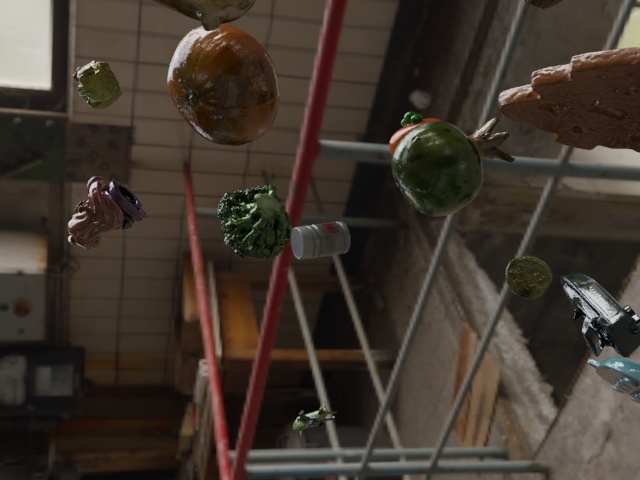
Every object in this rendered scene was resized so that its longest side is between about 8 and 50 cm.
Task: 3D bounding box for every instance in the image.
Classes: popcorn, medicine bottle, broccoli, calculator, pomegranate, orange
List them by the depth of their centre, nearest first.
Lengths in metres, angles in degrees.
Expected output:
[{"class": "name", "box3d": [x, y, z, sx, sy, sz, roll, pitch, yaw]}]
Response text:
[{"class": "popcorn", "box3d": [-0.322, -0.224, 1.233, 0.068, 0.059, 0.083, 55, 180, 29]}, {"class": "calculator", "box3d": [0.580, 0.270, 1.258, 0.055, 0.386, 0.256, -62, -17, -5]}, {"class": "medicine bottle", "box3d": [0.000, 0.000, 1.474, 0.058, 0.091, 0.058, 30, 124, 59]}, {"class": "pomegranate", "box3d": [0.245, -0.146, 1.569, 0.182, 0.224, 0.181, 61, 172, 15]}, {"class": "orange", "box3d": [-0.190, -0.296, 1.636, 0.171, 0.240, 0.240, -43, -23, -44]}, {"class": "broccoli", "box3d": [-0.146, -0.043, 1.917, 0.156, 0.195, 0.196, 125, 144, -66]}]

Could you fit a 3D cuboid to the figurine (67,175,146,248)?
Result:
[{"class": "figurine", "box3d": [-0.428, -0.053, 1.640, 0.126, 0.157, 0.114, 55, 169, 19]}]

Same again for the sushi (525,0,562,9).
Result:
[{"class": "sushi", "box3d": [0.389, -0.432, 1.464, 0.047, 0.099, 0.050, 81, -164, -58]}]

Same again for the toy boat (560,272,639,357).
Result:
[{"class": "toy boat", "box3d": [0.508, 0.129, 1.586, 0.093, 0.103, 0.246, 54, -175, -27]}]

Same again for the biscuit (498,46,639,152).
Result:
[{"class": "biscuit", "box3d": [0.414, -0.203, 1.205, 0.306, 0.283, 0.043, 107, 179, -76]}]

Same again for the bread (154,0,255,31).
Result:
[{"class": "bread", "box3d": [-0.199, -0.525, 1.221, 0.253, 0.376, 0.348, 41, 107, 20]}]

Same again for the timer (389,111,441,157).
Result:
[{"class": "timer", "box3d": [0.206, -0.211, 1.781, 0.099, 0.136, 0.136, 155, 116, -75]}]

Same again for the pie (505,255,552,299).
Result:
[{"class": "pie", "box3d": [0.378, 0.066, 1.544, 0.017, 0.085, 0.085, 39, -133, -69]}]

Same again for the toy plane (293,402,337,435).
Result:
[{"class": "toy plane", "box3d": [-0.019, 0.384, 1.812, 0.111, 0.102, 0.040, -37, 47, 29]}]
